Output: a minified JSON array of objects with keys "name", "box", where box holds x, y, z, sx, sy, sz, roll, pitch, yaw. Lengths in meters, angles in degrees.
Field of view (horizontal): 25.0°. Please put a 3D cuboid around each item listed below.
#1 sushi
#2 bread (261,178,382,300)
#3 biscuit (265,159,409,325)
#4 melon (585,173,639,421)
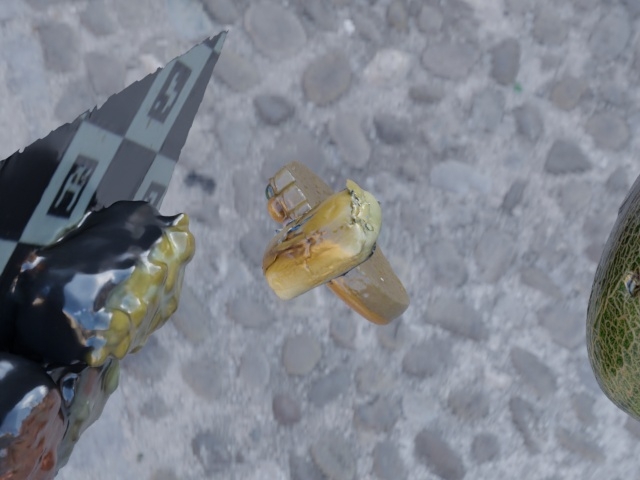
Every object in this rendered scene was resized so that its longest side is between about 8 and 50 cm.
[{"name":"sushi","box":[-0.125,0.075,0.653,0.059,0.294,0.292,28,28,10]},{"name":"bread","box":[0.000,0.000,1.124,0.053,0.106,0.072,33,45,-28]},{"name":"biscuit","box":[0.004,0.003,1.261,0.050,0.170,0.170,-40,69,11]},{"name":"melon","box":[0.157,-0.001,0.518,0.099,0.099,0.162,36,104,14]}]
